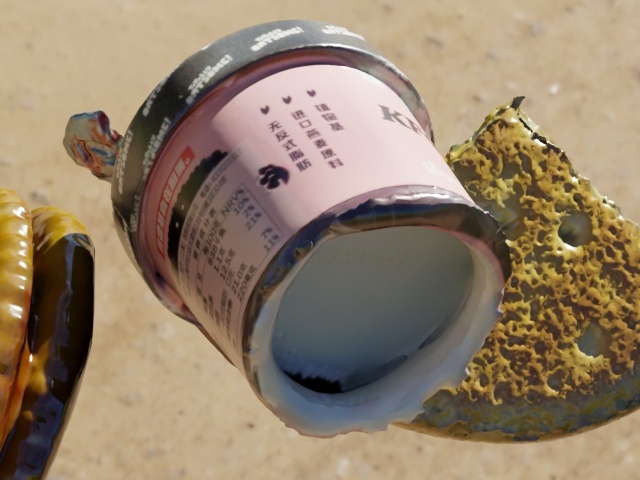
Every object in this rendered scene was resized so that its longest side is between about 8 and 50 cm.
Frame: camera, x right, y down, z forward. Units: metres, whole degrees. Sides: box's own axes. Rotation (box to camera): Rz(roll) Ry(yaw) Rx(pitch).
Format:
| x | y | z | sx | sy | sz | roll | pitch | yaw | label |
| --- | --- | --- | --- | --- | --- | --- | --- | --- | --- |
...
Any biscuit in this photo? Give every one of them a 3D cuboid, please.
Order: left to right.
| x | y | z | sx | sy | sz | roll | pitch | yaw | label |
| --- | --- | --- | --- | --- | --- | --- | --- | --- | --- |
| -0.168 | 0.081 | 0.793 | 0.066 | 0.220 | 0.220 | 21 | 41 | -24 | biscuit |

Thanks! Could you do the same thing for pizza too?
| x | y | z | sx | sy | sz | roll | pitch | yaw | label |
| --- | --- | --- | --- | --- | --- | --- | --- | --- | --- |
| 0.102 | 0.018 | 1.000 | 0.292 | 0.058 | 0.197 | -3 | 87 | -16 | pizza |

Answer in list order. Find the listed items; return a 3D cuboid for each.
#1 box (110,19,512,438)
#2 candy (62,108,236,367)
| x | y | z | sx | sy | sz | roll | pitch | yaw | label |
| --- | --- | --- | --- | --- | --- | --- | --- | --- | --- |
| 0.000 | 0.000 | 0.756 | 0.151 | 0.151 | 0.135 | -2 | 33 | -26 | box |
| -0.065 | 0.020 | 1.189 | 0.292 | 0.086 | 0.059 | 47 | 42 | -5 | candy |
